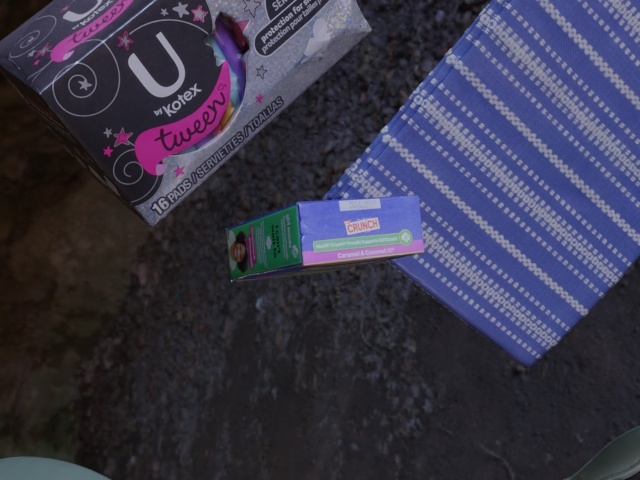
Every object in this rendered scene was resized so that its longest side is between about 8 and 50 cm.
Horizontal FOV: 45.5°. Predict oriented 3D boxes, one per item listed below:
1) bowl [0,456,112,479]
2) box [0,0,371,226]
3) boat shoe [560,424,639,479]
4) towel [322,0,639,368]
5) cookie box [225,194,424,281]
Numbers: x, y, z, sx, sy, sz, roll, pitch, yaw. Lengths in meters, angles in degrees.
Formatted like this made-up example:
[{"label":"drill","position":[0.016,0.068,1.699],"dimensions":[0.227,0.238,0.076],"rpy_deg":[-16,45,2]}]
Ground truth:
[{"label":"bowl","position":[-0.247,0.305,0.637],"dimensions":[0.163,0.311,0.311],"rpy_deg":[-81,13,-65]},{"label":"box","position":[-0.113,-0.161,0.618],"dimensions":[0.247,0.142,0.163],"rpy_deg":[-44,39,-12]},{"label":"boat shoe","position":[0.359,0.307,0.940],"dimensions":[0.228,0.069,0.081],"rpy_deg":[-42,2,19]},{"label":"towel","position":[0.193,-0.086,0.593],"dimensions":[0.336,0.243,0.040],"rpy_deg":[-50,19,9]},{"label":"cookie box","position":[0.000,0.000,0.504],"dimensions":[0.107,0.091,0.040],"rpy_deg":[-17,80,59]}]
